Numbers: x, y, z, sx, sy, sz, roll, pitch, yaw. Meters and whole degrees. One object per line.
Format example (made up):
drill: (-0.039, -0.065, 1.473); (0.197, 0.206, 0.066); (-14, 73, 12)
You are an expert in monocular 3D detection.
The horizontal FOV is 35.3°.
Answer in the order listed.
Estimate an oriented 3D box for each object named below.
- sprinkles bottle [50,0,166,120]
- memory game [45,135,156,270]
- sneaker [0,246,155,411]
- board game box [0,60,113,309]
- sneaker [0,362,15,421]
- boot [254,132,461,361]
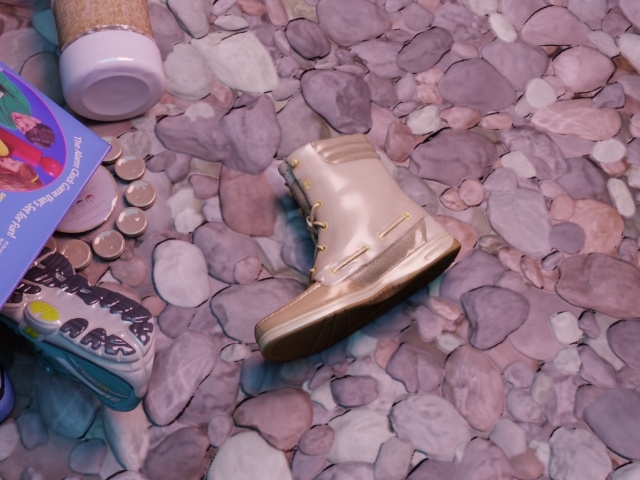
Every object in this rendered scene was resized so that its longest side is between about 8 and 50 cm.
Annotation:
sprinkles bottle: (-0.278, -0.324, 1.245); (0.121, 0.121, 0.355); (-10, 65, -10)
memory game: (-0.286, -0.049, 1.169); (0.186, 0.012, 0.186); (2, 64, -4)
sneaker: (-0.286, 0.089, 1.048); (0.275, 0.110, 0.107); (29, 39, 28)
board game box: (-0.371, -0.058, 0.979); (0.233, 0.078, 0.347); (38, 32, -15)
sneaker: (-0.408, 0.095, 1.041); (0.232, 0.090, 0.081); (42, 67, 15)
boot: (0.000, 0.000, 1.125); (0.262, 0.095, 0.203); (-30, 70, -20)
